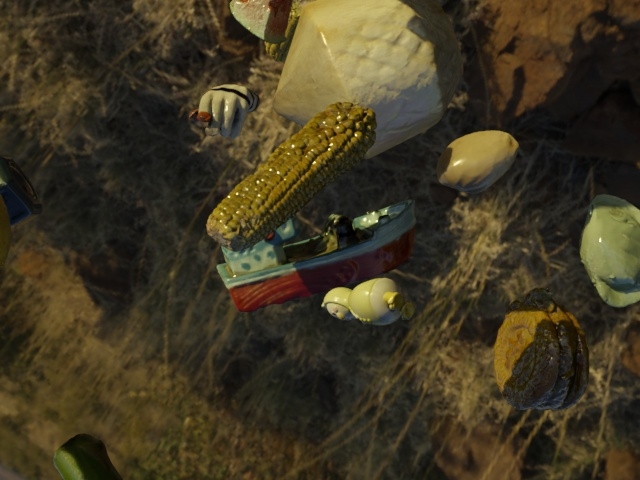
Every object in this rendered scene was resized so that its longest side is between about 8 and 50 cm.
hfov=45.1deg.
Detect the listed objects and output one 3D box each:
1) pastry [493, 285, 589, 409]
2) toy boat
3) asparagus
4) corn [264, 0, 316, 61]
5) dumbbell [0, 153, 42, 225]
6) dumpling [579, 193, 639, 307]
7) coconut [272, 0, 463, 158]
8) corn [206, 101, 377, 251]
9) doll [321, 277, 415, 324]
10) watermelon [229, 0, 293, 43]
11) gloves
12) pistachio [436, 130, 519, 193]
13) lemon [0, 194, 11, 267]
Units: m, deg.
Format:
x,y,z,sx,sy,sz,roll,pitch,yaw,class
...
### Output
x,y,z,sx,sy,sz,roll,pitch,yaw,class
0.459,0.236,1.602,0.132,0.235,0.240,9,156,-17,pastry
0.000,0.000,1.216,0.145,0.332,0.133,-144,40,-74,toy boat
-0.248,0.340,0.949,0.067,0.060,0.278,1,-153,-48,asparagus
-0.067,-0.492,1.792,0.093,0.093,0.244,33,163,-7,corn
-0.712,-0.038,1.491,0.156,0.316,0.143,58,177,24,dumbbell
0.566,0.021,1.483,0.153,0.219,0.108,5,171,-28,dumpling
0.067,-0.291,1.324,0.329,0.329,0.329,22,152,13,coconut
-0.032,-0.096,1.092,0.097,0.320,0.097,33,149,23,corn
0.111,0.171,2.020,0.296,0.117,0.141,-16,142,43,doll
-0.089,-0.444,1.484,0.158,0.098,0.121,-25,103,19,watermelon
-0.259,-0.361,2.081,0.140,0.219,0.131,27,111,14,gloves
0.410,-0.205,2.013,0.126,0.223,0.152,4,-116,-81,pistachio
-0.622,-0.034,1.223,0.263,0.236,0.236,39,151,-22,lemon
